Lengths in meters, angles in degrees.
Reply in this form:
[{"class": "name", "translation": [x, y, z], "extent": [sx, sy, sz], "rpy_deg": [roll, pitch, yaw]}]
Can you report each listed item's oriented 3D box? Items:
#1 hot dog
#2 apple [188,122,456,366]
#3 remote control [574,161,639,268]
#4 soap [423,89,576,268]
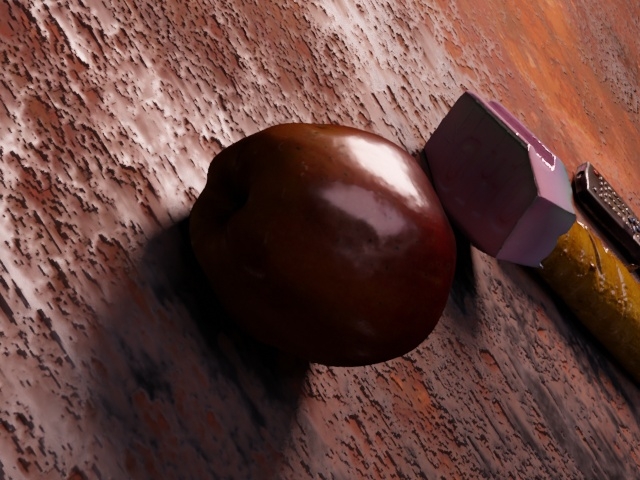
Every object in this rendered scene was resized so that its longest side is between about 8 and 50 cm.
[{"class": "hot dog", "translation": [0.270, 0.048, 1.250], "extent": [0.286, 0.061, 0.088], "rpy_deg": [38, 49, -32]}, {"class": "apple", "translation": [0.003, -0.002, 0.815], "extent": [0.158, 0.147, 0.156], "rpy_deg": [24, 68, -44]}, {"class": "remote control", "translation": [0.352, -0.005, 1.443], "extent": [0.212, 0.028, 0.059], "rpy_deg": [45, 38, -25]}, {"class": "soap", "translation": [0.155, -0.049, 1.114], "extent": [0.056, 0.100, 0.149], "rpy_deg": [14, 29, -44]}]
